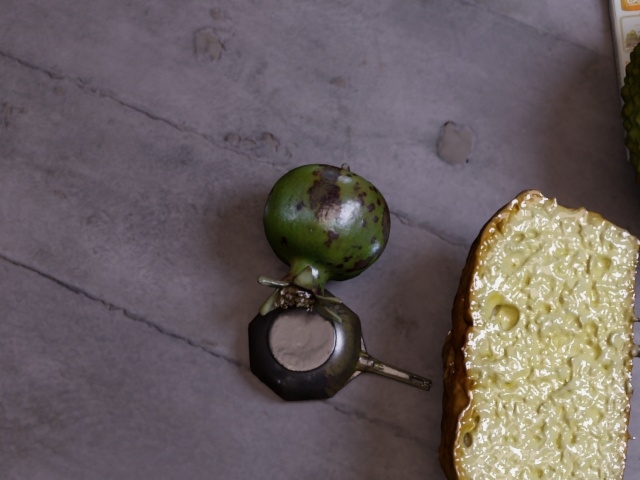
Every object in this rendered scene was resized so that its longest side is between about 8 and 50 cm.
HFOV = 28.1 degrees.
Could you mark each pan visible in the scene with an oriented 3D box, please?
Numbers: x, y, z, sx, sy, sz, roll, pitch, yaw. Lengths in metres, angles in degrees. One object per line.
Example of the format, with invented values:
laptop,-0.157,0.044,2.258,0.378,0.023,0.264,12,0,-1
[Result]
pan,0.019,0.109,1.424,0.202,0.048,0.128,-5,75,2

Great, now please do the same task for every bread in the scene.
bread,0.224,0.131,1.342,0.195,0.179,0.339,7,75,3

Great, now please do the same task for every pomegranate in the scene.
pomegranate,0.002,-0.005,1.395,0.149,0.148,0.169,7,51,5

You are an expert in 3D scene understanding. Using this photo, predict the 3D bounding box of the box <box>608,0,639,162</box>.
box,0.404,-0.202,1.484,0.122,0.032,0.220,-4,78,4

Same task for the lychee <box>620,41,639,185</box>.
lychee,0.445,-0.118,1.317,0.270,0.270,0.319,2,56,4
